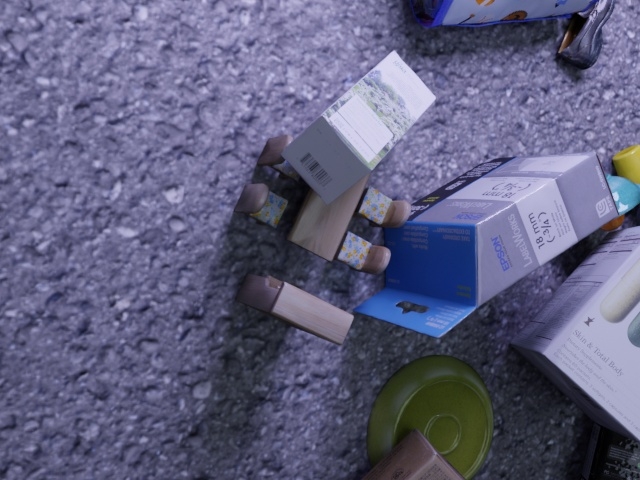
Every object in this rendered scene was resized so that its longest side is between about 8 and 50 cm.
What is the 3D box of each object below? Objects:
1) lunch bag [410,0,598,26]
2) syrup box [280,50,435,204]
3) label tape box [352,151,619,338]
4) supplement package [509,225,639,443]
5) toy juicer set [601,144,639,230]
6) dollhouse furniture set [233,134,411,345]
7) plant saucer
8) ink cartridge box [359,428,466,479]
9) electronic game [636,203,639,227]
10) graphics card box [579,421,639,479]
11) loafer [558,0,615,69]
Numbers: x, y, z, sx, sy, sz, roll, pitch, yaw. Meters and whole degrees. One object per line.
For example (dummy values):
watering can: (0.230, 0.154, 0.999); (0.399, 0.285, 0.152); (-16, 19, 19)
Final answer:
lunch bag: (0.287, -0.516, 1.078); (0.328, 0.239, 0.385); (-12, 114, -24)
syrup box: (0.057, -0.158, 0.998); (0.093, 0.096, 0.237); (47, 42, -6)
label tape box: (0.212, -0.008, 1.058); (0.333, 0.240, 0.106); (-30, 105, -20)
supplement package: (0.477, 0.138, 1.156); (0.199, 0.198, 0.263); (42, 87, 3)
toy juicer set: (0.483, -0.060, 1.198); (0.329, 0.209, 0.089); (-33, 97, -20)
dollhouse furniture set: (0.000, 0.000, 1.006); (0.212, 0.161, 0.242); (28, 81, -23)
plant saucer: (0.188, 0.305, 1.177); (0.241, 0.037, 0.241); (-1, 93, -24)
ink cartridge box: (0.129, 0.434, 1.104); (0.234, 0.088, 0.193); (-42, 109, -2)
electronic game: (0.651, 0.011, 1.332); (0.229, 0.048, 0.229); (12, 67, -29)
graphics card box: (0.610, 0.303, 1.284); (0.233, 0.094, 0.371); (13, 85, 8)
loafer: (0.449, -0.379, 1.247); (0.061, 0.062, 0.170); (15, 85, -20)
